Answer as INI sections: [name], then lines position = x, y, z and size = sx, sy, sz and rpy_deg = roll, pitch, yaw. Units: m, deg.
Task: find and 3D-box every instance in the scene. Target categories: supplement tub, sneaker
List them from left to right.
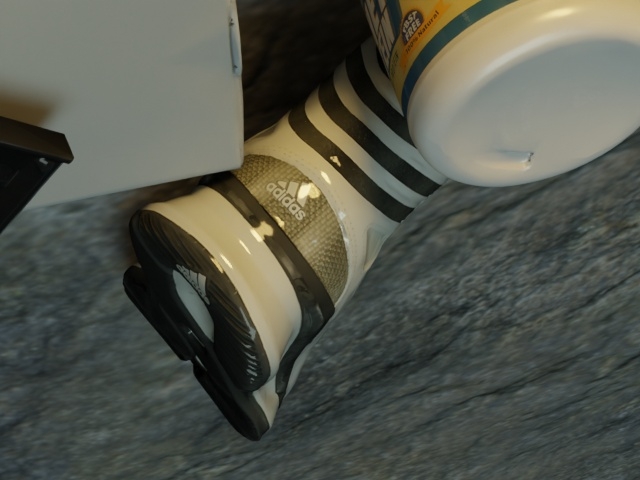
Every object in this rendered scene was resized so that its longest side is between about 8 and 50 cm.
[sneaker]
position = 0.001, 0.001, 0.902
size = 0.257, 0.169, 0.447
rpy_deg = -39, 177, -15
[supplement tub]
position = 0.094, -0.146, 0.674
size = 0.144, 0.200, 0.144
rpy_deg = -13, 149, -8

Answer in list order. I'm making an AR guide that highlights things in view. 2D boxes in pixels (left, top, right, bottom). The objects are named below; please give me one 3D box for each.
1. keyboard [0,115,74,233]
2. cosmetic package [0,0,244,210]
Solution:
[keyboard]
position = -0.251, -0.068, 0.495
size = 0.317, 0.033, 0.201
rpy_deg = 14, 141, -38
[cosmetic package]
position = -0.238, -0.115, 0.607
size = 0.385, 0.156, 0.217
rpy_deg = -12, 150, -10
